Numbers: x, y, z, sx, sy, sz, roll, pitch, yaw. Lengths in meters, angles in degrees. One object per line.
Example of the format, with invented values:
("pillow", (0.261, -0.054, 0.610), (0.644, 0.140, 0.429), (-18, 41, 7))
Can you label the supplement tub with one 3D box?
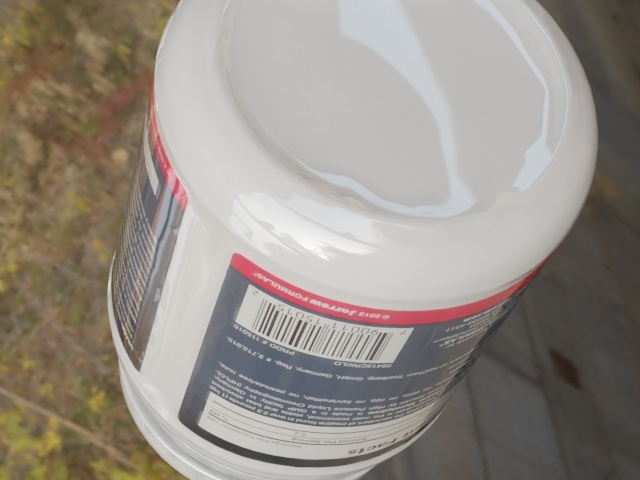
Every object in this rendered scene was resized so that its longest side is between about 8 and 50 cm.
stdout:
("supplement tub", (0.000, 0.000, 0.682), (0.272, 0.191, 0.191), (114, 171, -56))
